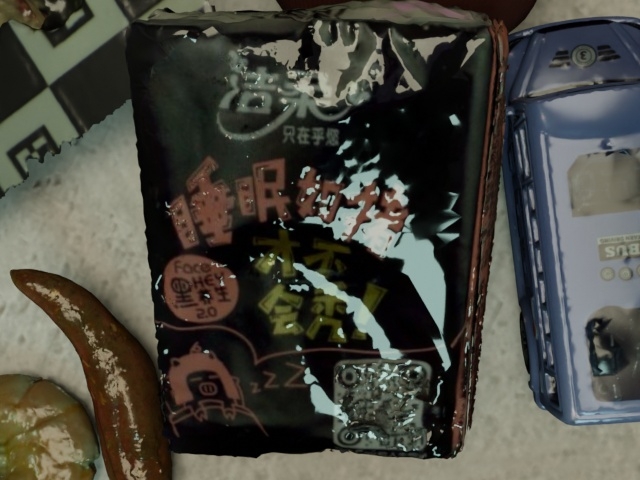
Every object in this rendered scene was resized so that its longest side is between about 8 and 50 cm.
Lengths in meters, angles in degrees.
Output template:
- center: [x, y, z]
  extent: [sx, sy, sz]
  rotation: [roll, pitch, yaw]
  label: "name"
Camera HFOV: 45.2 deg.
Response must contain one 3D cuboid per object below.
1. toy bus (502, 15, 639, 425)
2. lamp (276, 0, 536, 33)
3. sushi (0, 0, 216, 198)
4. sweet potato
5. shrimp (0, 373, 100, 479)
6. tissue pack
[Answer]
- center: [0.199, -0.022, 0.553]
  extent: [0.126, 0.133, 0.292]
  rotation: [-6, 88, 8]
  label: "toy bus"
- center: [0.066, -0.223, 0.554]
  extent: [0.258, 0.180, 0.180]
  rotation: [4, 89, 10]
  label: "lamp"
- center: [-0.288, -0.188, 0.653]
  extent: [0.373, 0.100, 0.296]
  rotation: [-34, 92, 17]
  label: "sushi"
- center: [-0.170, 0.129, 0.634]
  extent: [0.078, 0.058, 0.255]
  rotation: [-22, 92, -19]
  label: "sweet potato"
- center: [-0.314, 0.216, 0.654]
  extent: [0.267, 0.061, 0.145]
  rotation: [-35, 83, 5]
  label: "shrimp"
- center: [0.000, 0.000, 0.549]
  extent: [0.245, 0.123, 0.332]
  rotation: [2, 113, 5]
  label: "tissue pack"
